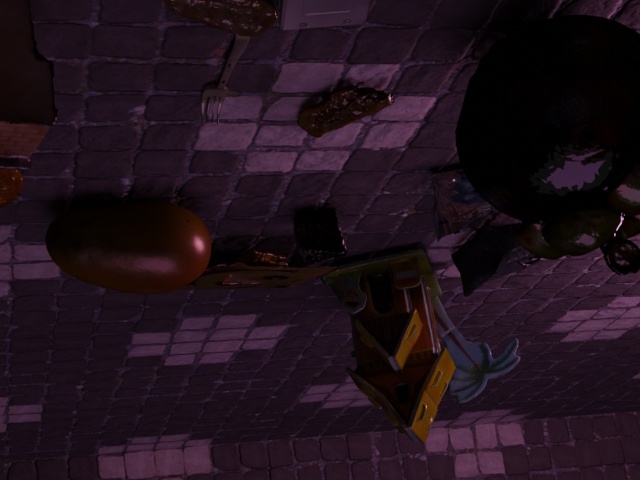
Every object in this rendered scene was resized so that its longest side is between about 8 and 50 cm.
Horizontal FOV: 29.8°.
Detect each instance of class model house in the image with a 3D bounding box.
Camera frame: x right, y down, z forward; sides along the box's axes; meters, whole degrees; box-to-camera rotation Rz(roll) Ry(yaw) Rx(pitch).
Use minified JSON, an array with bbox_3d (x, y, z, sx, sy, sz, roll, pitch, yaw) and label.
[{"bbox_3d":[0.208,0.207,2.320,0.340,0.323,0.300,-12,159,8],"label":"model house"},{"bbox_3d":[-0.397,-0.170,1.346,0.167,0.182,0.172,3,155,-25],"label":"model house"}]

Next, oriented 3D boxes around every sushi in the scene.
[{"bbox_3d":[0.000,-0.001,2.027,0.084,0.098,0.094,-10,156,1],"label":"sushi"}]

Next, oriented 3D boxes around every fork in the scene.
[{"bbox_3d":[-0.123,-0.220,1.547,0.034,0.028,0.219,6,151,-15],"label":"fork"}]

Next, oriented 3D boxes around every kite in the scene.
[{"bbox_3d":[-0.128,0.072,2.216,0.378,0.013,0.327,-8,168,21],"label":"kite"},{"bbox_3d":[0.315,-0.085,2.050,0.368,0.014,0.406,9,152,-39],"label":"kite"}]

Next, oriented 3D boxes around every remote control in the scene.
[{"bbox_3d":[0.012,-0.320,1.294,0.103,0.055,0.277,-5,159,-8],"label":"remote control"}]

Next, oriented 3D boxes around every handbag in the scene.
[{"bbox_3d":[0.353,0.023,2.235,0.175,0.088,0.270,-14,166,-17],"label":"handbag"},{"bbox_3d":[-0.109,0.040,2.190,0.083,0.027,0.061,9,153,-41],"label":"handbag"}]

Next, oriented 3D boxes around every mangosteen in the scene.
[{"bbox_3d":[0.318,-0.135,1.532,0.311,0.311,0.311,-7,158,-3],"label":"mangosteen"}]

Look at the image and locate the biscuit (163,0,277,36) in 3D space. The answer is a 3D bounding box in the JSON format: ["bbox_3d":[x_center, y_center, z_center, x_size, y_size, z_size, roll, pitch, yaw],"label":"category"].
[{"bbox_3d":[-0.117,-0.273,1.406,0.147,0.018,0.071,14,147,-36],"label":"biscuit"}]

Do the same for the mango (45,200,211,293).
[{"bbox_3d":[-0.300,0.012,1.905,0.255,0.139,0.175,2,146,-4],"label":"mango"}]

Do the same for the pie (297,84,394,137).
[{"bbox_3d":[0.025,-0.180,1.680,0.092,0.034,0.170,11,157,-43],"label":"pie"}]

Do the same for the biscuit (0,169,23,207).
[{"bbox_3d":[-0.549,-0.081,1.713,0.254,0.035,0.254,-8,158,-3],"label":"biscuit"}]
